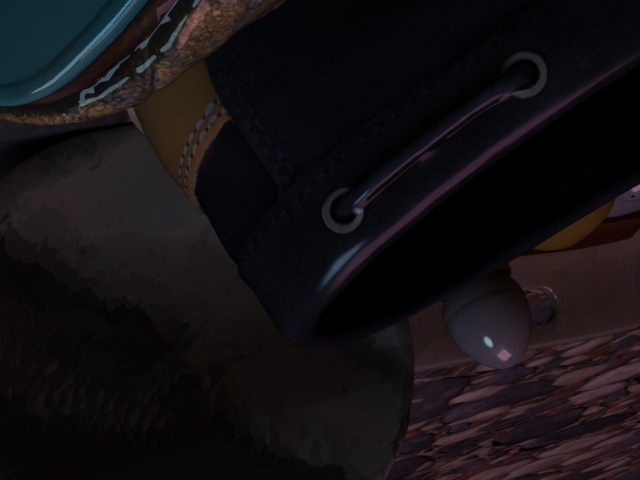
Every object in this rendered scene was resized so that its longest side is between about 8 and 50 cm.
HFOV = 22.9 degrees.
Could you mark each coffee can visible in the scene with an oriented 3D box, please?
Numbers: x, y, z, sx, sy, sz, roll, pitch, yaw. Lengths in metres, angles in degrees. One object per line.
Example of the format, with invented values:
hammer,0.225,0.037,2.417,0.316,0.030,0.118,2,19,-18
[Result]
coffee can,-0.094,0.097,0.751,0.202,0.201,0.275,-11,158,-22

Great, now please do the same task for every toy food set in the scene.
toy food set,0.171,-0.013,0.861,0.220,0.092,0.306,-7,157,-29

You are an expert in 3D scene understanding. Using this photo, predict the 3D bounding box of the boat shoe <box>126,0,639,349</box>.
boat shoe,0.178,-0.096,0.566,0.500,0.156,0.187,-21,158,0

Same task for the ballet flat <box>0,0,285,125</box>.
ballet flat,0.026,-0.156,0.341,0.123,0.123,0.348,6,141,-49
